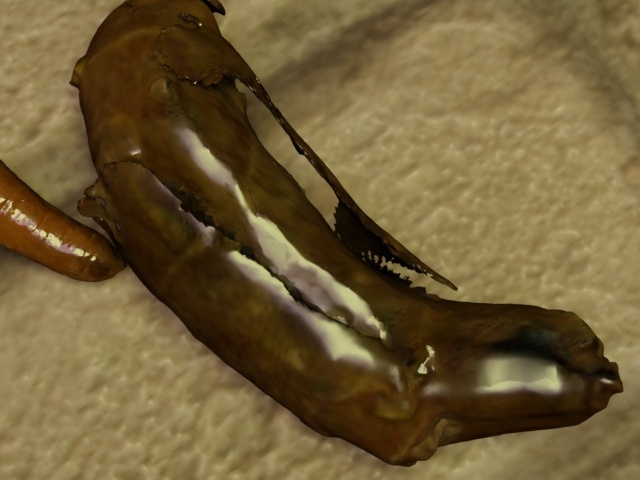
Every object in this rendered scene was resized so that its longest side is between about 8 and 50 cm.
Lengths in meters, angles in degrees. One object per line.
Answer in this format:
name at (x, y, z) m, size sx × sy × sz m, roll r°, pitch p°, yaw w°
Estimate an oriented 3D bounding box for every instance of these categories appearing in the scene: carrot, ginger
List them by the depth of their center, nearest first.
ginger at (-0.012, 0.005, 0.743) m, size 0.309 × 0.107 × 0.133 m, roll 46°, pitch 61°, yaw 7°
carrot at (-0.180, -0.036, 0.777) m, size 0.191 × 0.047 × 0.047 m, roll 36°, pitch 84°, yaw 4°
